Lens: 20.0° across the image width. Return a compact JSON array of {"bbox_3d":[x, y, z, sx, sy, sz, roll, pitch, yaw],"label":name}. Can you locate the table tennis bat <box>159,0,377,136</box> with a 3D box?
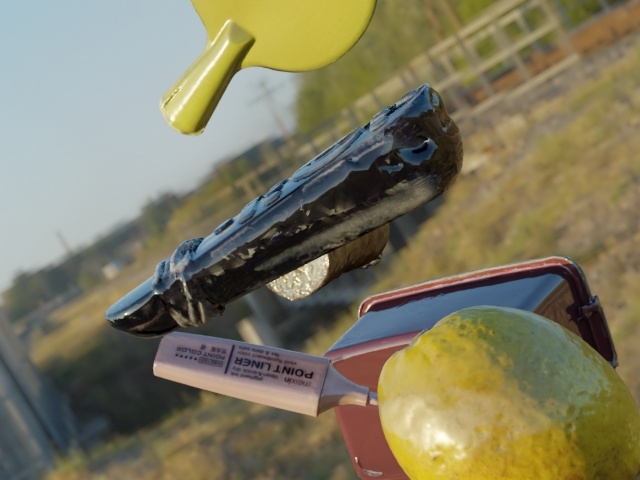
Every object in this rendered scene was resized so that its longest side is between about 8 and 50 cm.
[{"bbox_3d":[-0.076,-0.251,2.040,0.369,0.224,0.054,-52,3,37],"label":"table tennis bat"}]

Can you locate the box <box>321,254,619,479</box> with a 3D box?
[{"bbox_3d":[0.153,0.143,1.924,0.294,0.193,0.167,-13,10,30],"label":"box"}]

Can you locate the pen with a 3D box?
[{"bbox_3d":[-0.043,0.116,1.548,0.032,0.197,0.053,92,-170,-57],"label":"pen"}]

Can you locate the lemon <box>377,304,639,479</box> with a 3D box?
[{"bbox_3d":[0.146,0.141,1.402,0.170,0.207,0.170,-49,-16,-19],"label":"lemon"}]

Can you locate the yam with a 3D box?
[{"bbox_3d":[0.001,-0.003,1.520,0.084,0.084,0.127,-30,-2,27],"label":"yam"}]

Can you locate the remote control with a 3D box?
[{"bbox_3d":[-0.021,-0.004,1.185,0.266,0.066,0.090,-33,2,12],"label":"remote control"}]
